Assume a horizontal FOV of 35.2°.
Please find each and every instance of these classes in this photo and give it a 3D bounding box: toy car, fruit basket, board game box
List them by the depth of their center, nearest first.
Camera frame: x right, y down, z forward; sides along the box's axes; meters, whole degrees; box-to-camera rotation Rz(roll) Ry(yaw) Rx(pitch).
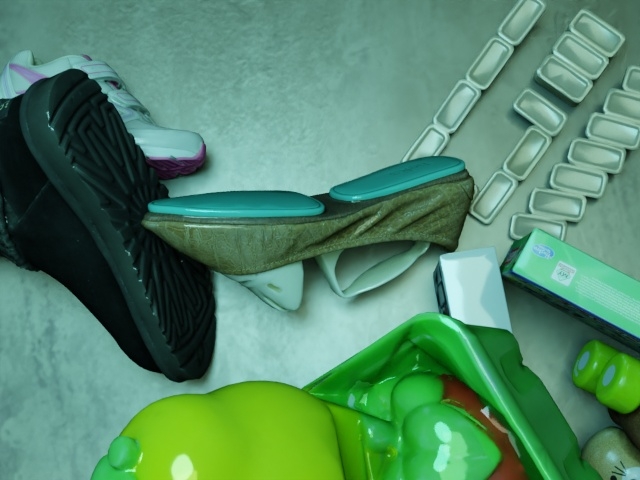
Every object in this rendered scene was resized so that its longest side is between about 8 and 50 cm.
[{"bbox_3d":[0.005,0.224,0.796,0.392,0.392,0.283,-30,80,-4],"label":"fruit basket"},{"bbox_3d":[0.319,0.087,0.932,0.317,0.213,0.046,29,91,7],"label":"board game box"},{"bbox_3d":[0.298,0.215,0.956,0.155,0.149,0.188,26,92,-4],"label":"toy car"}]

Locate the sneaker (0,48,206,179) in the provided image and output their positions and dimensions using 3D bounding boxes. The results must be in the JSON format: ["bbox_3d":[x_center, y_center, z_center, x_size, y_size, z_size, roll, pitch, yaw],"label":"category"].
[{"bbox_3d":[-0.236,-0.137,1.053,0.252,0.103,0.111,15,82,4],"label":"sneaker"}]

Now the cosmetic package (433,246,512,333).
[{"bbox_3d":[0.161,0.134,0.990,0.060,0.099,0.239,-10,78,3],"label":"cosmetic package"}]

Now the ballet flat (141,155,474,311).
[{"bbox_3d":[0.000,0.000,0.983,0.342,0.116,0.124,-11,107,-25],"label":"ballet flat"}]

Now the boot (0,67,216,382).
[{"bbox_3d":[-0.274,0.007,1.003,0.260,0.131,0.348,-14,114,24],"label":"boot"}]

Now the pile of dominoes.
[{"bbox_3d":[0.235,-0.123,1.080,0.196,0.040,0.251,37,91,7],"label":"pile of dominoes"}]
